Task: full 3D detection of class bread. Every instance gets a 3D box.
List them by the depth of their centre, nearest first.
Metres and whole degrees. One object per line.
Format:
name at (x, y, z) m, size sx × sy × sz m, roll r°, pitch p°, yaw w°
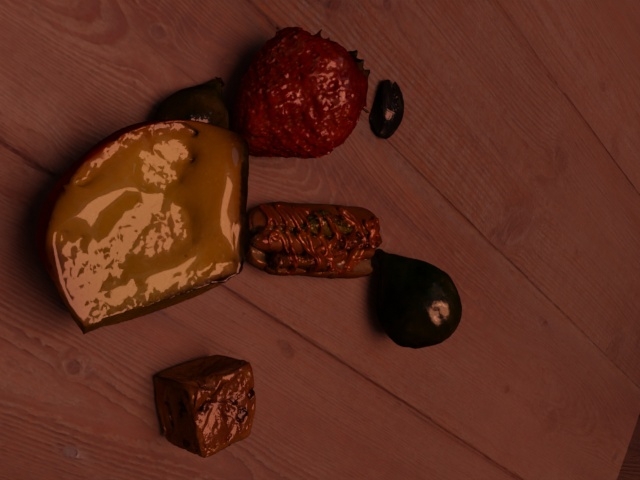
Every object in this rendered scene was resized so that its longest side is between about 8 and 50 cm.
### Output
bread at (-0.213, 0.299, 1.633) m, size 0.143 × 0.158 × 0.149 m, roll -15°, pitch 107°, yaw -36°

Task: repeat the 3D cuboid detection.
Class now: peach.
peach at (-0.277, -0.034, 1.458) m, size 0.380 × 0.242 × 0.306 m, roll -24°, pitch 95°, yaw -16°

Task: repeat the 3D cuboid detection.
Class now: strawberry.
strawberry at (-0.053, -0.261, 1.650) m, size 0.276 × 0.257 × 0.257 m, roll -38°, pitch 121°, yaw -17°

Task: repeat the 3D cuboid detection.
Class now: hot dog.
hot dog at (0.000, 0.000, 1.810) m, size 0.348 × 0.117 × 0.158 m, roll 5°, pitch 92°, yaw -43°

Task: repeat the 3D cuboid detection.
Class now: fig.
fig at (-0.211, -0.234, 1.577) m, size 0.133 × 0.126 × 0.185 m, roll 41°, pitch 72°, yaw -24°
fig at (0.201, 0.124, 1.982) m, size 0.245 × 0.195 × 0.195 m, roll 50°, pitch 62°, yaw -13°

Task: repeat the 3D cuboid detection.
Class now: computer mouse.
computer mouse at (0.156, -0.293, 1.959) m, size 0.079 × 0.047 × 0.135 m, roll 11°, pitch 87°, yaw -44°
